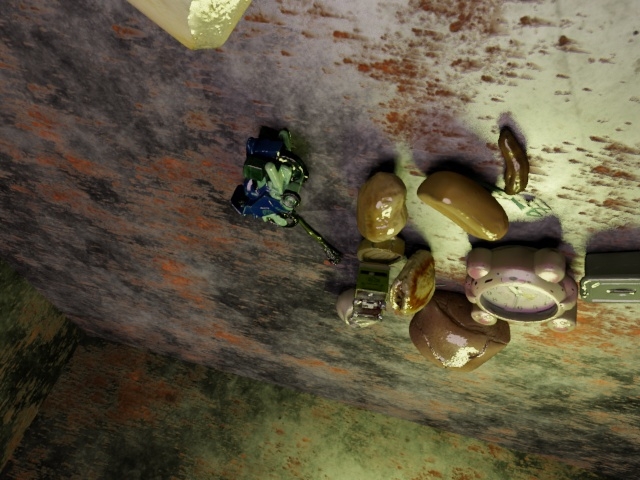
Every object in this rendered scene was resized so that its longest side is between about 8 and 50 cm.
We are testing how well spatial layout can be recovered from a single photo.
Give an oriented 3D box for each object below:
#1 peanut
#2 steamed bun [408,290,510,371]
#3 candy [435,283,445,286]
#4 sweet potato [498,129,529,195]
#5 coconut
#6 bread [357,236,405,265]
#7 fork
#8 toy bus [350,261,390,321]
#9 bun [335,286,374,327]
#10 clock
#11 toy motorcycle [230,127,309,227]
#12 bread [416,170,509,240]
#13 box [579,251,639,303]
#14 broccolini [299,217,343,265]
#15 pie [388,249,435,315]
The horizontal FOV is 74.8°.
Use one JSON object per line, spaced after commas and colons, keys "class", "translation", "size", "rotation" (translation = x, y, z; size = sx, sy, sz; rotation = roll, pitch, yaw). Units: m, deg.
{"class": "peanut", "translation": [0.152, -0.077, 1.032], "size": [0.129, 0.129, 0.224], "rotation": [7, 147, 15]}
{"class": "steamed bun", "translation": [0.456, 0.323, 1.402], "size": [0.302, 0.199, 0.251], "rotation": [20, 146, -3]}
{"class": "candy", "translation": [0.346, 0.151, 1.363], "size": [0.123, 0.035, 0.035], "rotation": [-7, 143, 19]}
{"class": "sweet potato", "translation": [0.406, -0.156, 0.874], "size": [0.053, 0.053, 0.182], "rotation": [-11, 136, 22]}
{"class": "coconut", "translation": [-0.204, -0.428, 0.600], "size": [0.244, 0.239, 0.239], "rotation": [30, 145, -27]}
{"class": "bread", "translation": [0.174, 0.028, 1.224], "size": [0.118, 0.064, 0.156], "rotation": [27, 152, -23]}
{"class": "fork", "translation": [0.427, -0.100, 0.972], "size": [0.235, 0.021, 0.039], "rotation": [22, 143, -8]}
{"class": "toy bus", "translation": [0.158, 0.161, 1.312], "size": [0.113, 0.139, 0.301], "rotation": [6, 155, 5]}
{"class": "bun", "translation": [0.137, 0.257, 1.522], "size": [0.173, 0.119, 0.172], "rotation": [12, 148, 7]}
{"class": "clock", "translation": [0.548, 0.135, 1.161], "size": [0.284, 0.114, 0.309], "rotation": [1, 144, 33]}
{"class": "toy motorcycle", "translation": [-0.137, -0.139, 1.084], "size": [0.197, 0.125, 0.331], "rotation": [15, 150, 1]}
{"class": "bread", "translation": [0.329, -0.085, 0.954], "size": [0.217, 0.098, 0.147], "rotation": [33, 179, -20]}
{"class": "box", "translation": [0.741, 0.090, 1.040], "size": [0.172, 0.092, 0.124], "rotation": [-3, 142, 29]}
{"class": "broccolini", "translation": [0.001, 0.000, 1.297], "size": [0.042, 0.044, 0.218], "rotation": [3, 141, 46]}
{"class": "pie", "translation": [0.280, 0.130, 1.222], "size": [0.084, 0.179, 0.205], "rotation": [33, 153, 35]}
